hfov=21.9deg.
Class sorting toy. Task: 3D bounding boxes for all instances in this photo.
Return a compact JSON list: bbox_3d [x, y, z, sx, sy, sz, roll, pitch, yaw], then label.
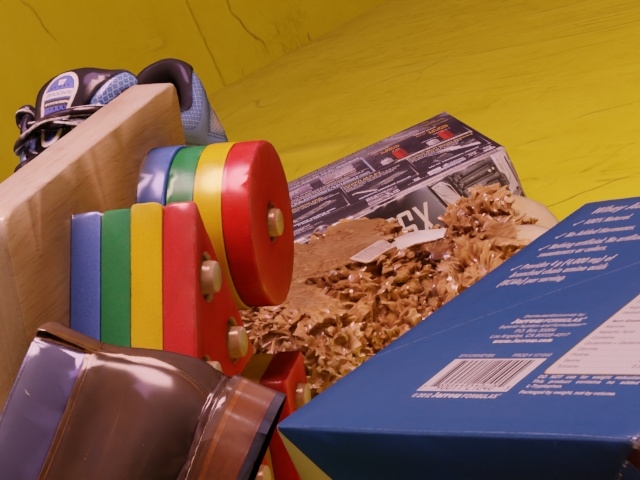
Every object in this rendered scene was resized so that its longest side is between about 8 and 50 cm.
[{"bbox_3d":[-0.067,0.069,0.826,0.089,0.255,0.257,-5,17,13],"label":"sorting toy"}]

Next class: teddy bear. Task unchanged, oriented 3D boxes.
[{"bbox_3d":[0.025,0.055,1.070,0.338,0.113,0.245,-20,18,-17],"label":"teddy bear"}]

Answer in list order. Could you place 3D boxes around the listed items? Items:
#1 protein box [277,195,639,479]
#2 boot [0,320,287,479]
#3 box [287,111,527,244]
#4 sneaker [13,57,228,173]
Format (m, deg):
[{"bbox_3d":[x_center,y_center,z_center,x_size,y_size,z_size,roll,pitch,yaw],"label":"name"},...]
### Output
[{"bbox_3d":[0.135,0.079,0.640,0.201,0.136,0.200,-33,15,-33],"label":"protein box"},{"bbox_3d":[-0.105,0.141,0.680,0.082,0.106,0.219,33,-98,-86],"label":"boot"},{"bbox_3d":[0.000,0.000,1.352,0.307,0.076,0.242,-25,12,-2],"label":"box"},{"bbox_3d":[-0.165,-0.026,1.036,0.129,0.147,0.330,-3,23,27],"label":"sneaker"}]
